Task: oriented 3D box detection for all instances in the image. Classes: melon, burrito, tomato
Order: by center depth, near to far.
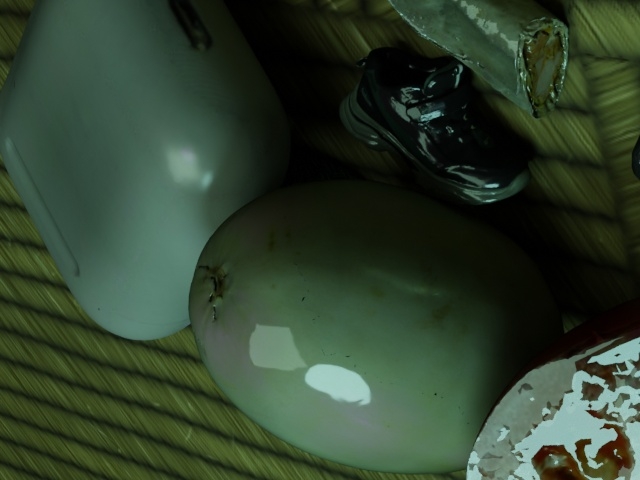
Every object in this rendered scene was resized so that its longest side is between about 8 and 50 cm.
[{"bbox_3d":[0.088,-0.180,1.427,0.226,0.060,0.087,39,150,11],"label":"burrito"},{"bbox_3d":[0.275,0.177,1.460,0.338,0.143,0.338,4,112,11],"label":"tomato"},{"bbox_3d":[0.049,0.069,1.527,0.317,0.223,0.223,17,164,-35],"label":"melon"}]

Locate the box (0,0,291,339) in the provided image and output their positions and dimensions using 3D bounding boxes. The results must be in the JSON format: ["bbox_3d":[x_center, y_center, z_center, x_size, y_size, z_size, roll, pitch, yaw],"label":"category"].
[{"bbox_3d":[-0.158,-0.090,1.682,0.288,0.141,0.349,59,148,16],"label":"box"}]

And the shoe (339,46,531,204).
[{"bbox_3d":[0.091,-0.100,1.503,0.169,0.071,0.099,32,137,23],"label":"shoe"}]

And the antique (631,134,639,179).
[{"bbox_3d":[0.335,-0.107,1.118,0.255,0.185,0.322,33,151,22],"label":"antique"}]

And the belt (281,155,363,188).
[{"bbox_3d":[0.000,0.000,1.689,0.151,0.079,0.121,23,138,31],"label":"belt"}]
